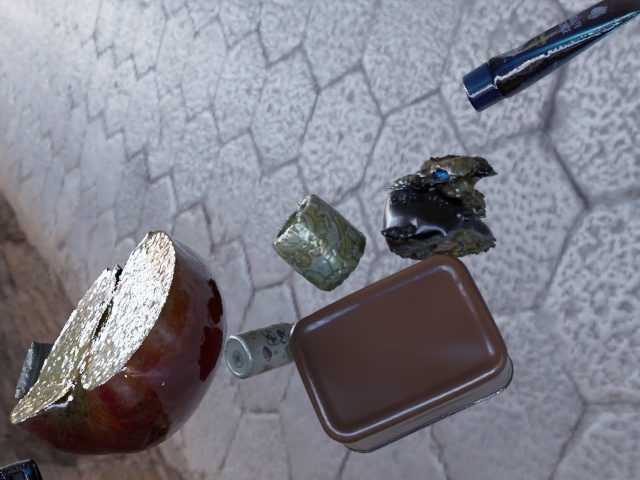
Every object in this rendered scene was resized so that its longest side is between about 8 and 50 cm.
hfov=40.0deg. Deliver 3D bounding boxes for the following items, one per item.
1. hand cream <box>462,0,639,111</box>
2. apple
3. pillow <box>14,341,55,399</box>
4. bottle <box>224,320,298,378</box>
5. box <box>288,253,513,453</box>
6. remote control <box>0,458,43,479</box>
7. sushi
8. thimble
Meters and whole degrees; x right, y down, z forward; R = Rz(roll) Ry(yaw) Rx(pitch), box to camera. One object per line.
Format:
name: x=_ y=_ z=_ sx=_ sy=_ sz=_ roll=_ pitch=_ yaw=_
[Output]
hand cream: x=0.335 y=-0.277 z=1.266 sx=0.270 sy=0.061 sz=0.120 roll=-27 pitch=21 yaw=21
apple: x=-0.302 y=0.153 z=1.346 sx=0.365 sy=0.328 sz=0.295 roll=-82 pitch=-8 yaw=-52
pillow: x=-0.500 y=0.251 z=1.690 sx=0.038 sy=0.203 sz=0.113 roll=15 pitch=87 yaw=25
bottle: x=-0.119 y=0.273 z=2.286 sx=0.120 sy=0.253 sz=0.120 roll=17 pitch=113 yaw=46
box: x=0.138 y=0.195 z=1.492 sx=0.229 sy=0.339 sz=0.239 roll=52 pitch=-167 yaw=-72
remote control: x=-0.360 y=0.362 z=1.103 sx=0.212 sy=0.059 sz=0.028 roll=50 pitch=141 yaw=42
sushi: x=0.232 y=-0.073 z=1.736 sx=0.238 sy=0.225 sz=0.219 roll=1 pitch=75 yaw=31
thimble: x=0.000 y=0.000 z=1.675 sx=0.137 sy=0.143 sz=0.190 roll=-48 pitch=9 yaw=18
